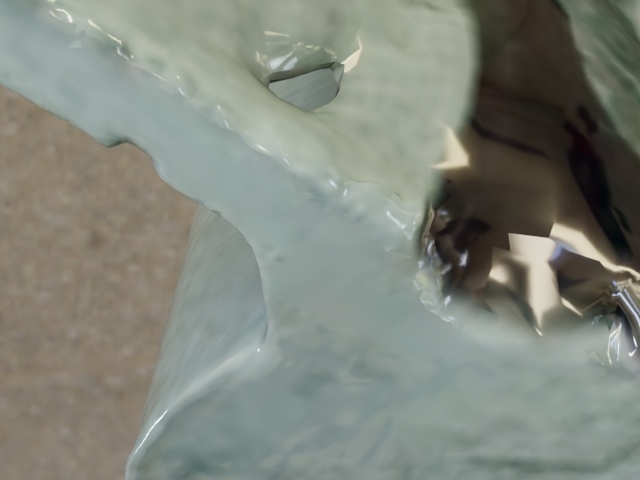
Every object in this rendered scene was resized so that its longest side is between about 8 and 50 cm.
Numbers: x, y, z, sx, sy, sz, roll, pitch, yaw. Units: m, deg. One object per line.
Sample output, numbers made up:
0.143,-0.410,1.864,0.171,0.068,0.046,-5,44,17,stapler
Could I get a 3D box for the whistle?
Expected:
0.017,-0.018,0.520,0.188,0.168,0.405,-16,128,23,whistle
